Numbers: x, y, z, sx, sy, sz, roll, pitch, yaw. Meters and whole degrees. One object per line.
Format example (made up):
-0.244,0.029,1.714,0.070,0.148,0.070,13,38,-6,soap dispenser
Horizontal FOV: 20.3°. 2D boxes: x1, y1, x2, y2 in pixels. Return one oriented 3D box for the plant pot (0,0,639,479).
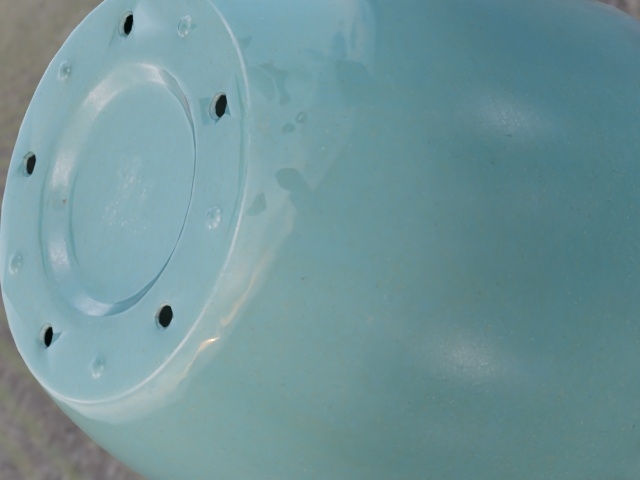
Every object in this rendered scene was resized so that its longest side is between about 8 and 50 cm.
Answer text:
0.000,0.000,0.812,0.293,0.235,0.293,-16,68,46,plant pot
